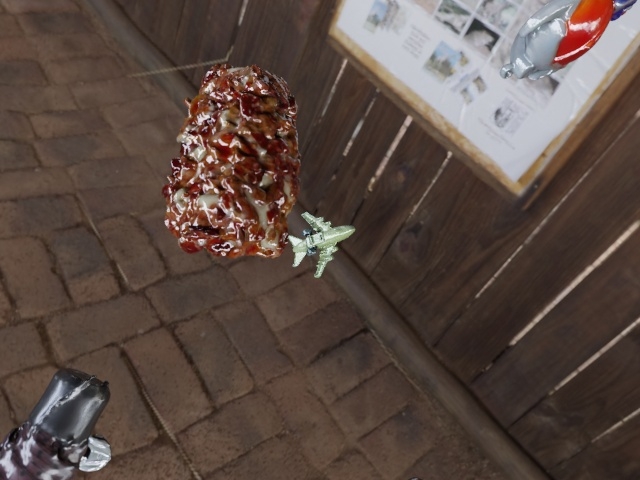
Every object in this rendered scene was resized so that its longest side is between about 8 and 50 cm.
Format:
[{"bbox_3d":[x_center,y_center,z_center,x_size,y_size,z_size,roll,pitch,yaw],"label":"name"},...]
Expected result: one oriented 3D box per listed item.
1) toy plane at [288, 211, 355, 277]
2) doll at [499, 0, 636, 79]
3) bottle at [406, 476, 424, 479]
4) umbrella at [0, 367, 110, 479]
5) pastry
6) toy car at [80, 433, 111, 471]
[{"bbox_3d":[0.000,0.000,0.870,0.040,0.111,0.103,7,64,-57],"label":"toy plane"},{"bbox_3d":[0.265,-0.226,0.588,0.062,0.194,0.104,55,13,4],"label":"doll"},{"bbox_3d":[0.146,0.620,1.177,0.143,0.271,0.156,45,7,31],"label":"bottle"},{"bbox_3d":[-0.282,0.257,0.490,0.090,0.094,0.326,17,74,34],"label":"umbrella"},{"bbox_3d":[-0.075,-0.078,0.550,0.115,0.097,0.209,38,51,-43],"label":"pastry"},{"bbox_3d":[-0.296,0.248,0.697,0.093,0.025,0.041,18,84,-14],"label":"toy car"}]
